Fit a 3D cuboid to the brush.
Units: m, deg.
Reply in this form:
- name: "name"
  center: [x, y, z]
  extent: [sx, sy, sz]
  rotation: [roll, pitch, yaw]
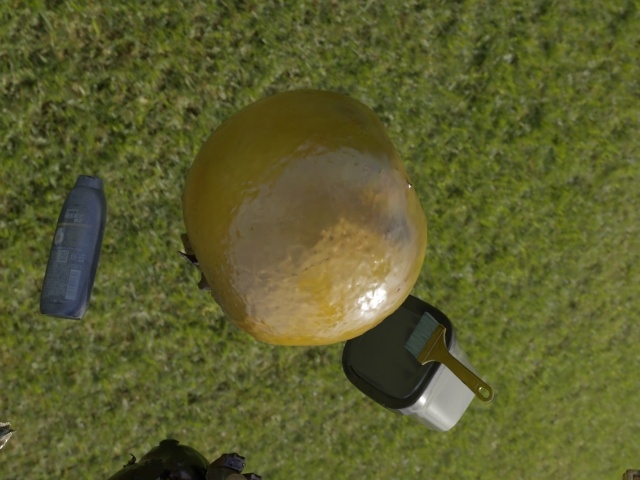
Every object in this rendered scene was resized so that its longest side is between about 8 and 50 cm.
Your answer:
- name: "brush"
  center: [0.235, 0.219, 1.489]
  extent: [0.011, 0.205, 0.083]
  rotation: [13, 113, -47]

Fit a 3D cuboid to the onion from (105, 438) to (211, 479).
- name: "onion"
  center: [-0.290, 0.483, 1.488]
  extent: [0.281, 0.281, 0.221]
  rotation: [-14, 114, -25]

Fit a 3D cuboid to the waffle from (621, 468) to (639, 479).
- name: "waffle"
  center: [0.448, 0.372, 1.078]
  extent: [0.102, 0.148, 0.042]
  rotation: [2, 141, 15]

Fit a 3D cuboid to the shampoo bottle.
- name: "shampoo bottle"
  center: [-0.395, 0.010, 1.343]
  extent: [0.049, 0.087, 0.233]
  rotation: [39, 56, -65]

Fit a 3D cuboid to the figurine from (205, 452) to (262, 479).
- name: "figurine"
  center: [-0.092, 0.498, 1.230]
  extent: [0.206, 0.365, 0.218]
  rotation: [-5, 132, 9]

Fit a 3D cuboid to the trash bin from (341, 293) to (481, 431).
- name: "trash bin"
  center: [0.202, 0.266, 1.733]
  extent: [0.219, 0.220, 0.250]
  rotation: [-54, 139, -7]

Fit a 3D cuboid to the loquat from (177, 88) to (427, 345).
- name: "loquat"
  center: [-0.026, -0.022, 0.886]
  extent: [0.275, 0.275, 0.275]
  rotation: [-19, 136, -20]

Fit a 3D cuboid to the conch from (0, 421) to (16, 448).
- name: "conch"
  center: [-0.688, 0.376, 1.566]
  extent: [0.207, 0.130, 0.155]
  rotation: [-9, 146, -4]
